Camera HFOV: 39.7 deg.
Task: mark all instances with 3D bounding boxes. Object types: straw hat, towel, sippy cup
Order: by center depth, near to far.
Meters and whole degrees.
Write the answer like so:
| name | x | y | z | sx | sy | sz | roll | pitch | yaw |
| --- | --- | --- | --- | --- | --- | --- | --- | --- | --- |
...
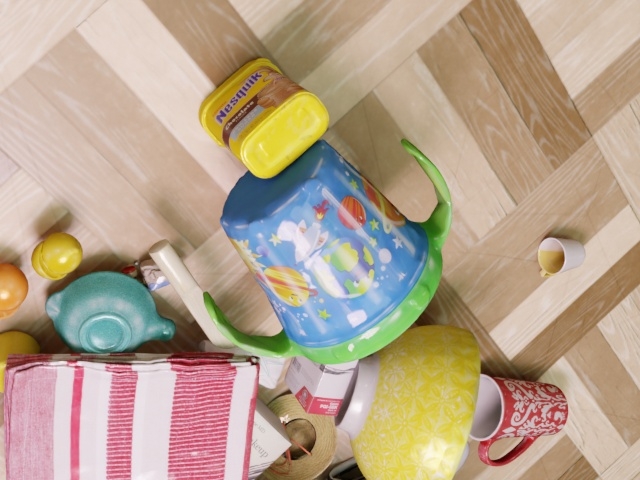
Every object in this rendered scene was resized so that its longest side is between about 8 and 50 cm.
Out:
| name | x | y | z | sx | sy | sz | roll | pitch | yaw |
| --- | --- | --- | --- | --- | --- | --- | --- | --- | --- |
| sippy cup | 0.000 | 0.000 | 1.122 | 0.224 | 0.240 | 0.305 | 50 | 60 | -28 |
| towel | -0.251 | 0.256 | 1.188 | 0.329 | 0.037 | 0.237 | 1 | 117 | -14 |
| straw hat | -0.035 | 0.313 | 1.400 | 0.144 | 0.144 | 0.061 | -49 | 162 | 2 |

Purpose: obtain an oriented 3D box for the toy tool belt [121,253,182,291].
| name | x | y | z | sx | sy | sz | roll | pitch | yaw |
| --- | --- | --- | --- | --- | --- | --- | --- | --- | --- |
| toy tool belt | -0.224 | 0.052 | 1.204 | 0.083 | 0.052 | 0.051 | -17 | 110 | -16 |

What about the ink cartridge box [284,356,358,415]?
| name | x | y | z | sx | sy | sz | roll | pitch | yaw |
| --- | --- | --- | --- | --- | --- | --- | --- | --- | --- |
| ink cartridge box | 0.006 | 0.181 | 1.340 | 0.056 | 0.099 | 0.135 | 12 | 108 | -28 |

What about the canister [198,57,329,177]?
| name | x | y | z | sx | sy | sz | roll | pitch | yaw |
| --- | --- | --- | --- | --- | --- | --- | --- | --- | --- |
| canister | -0.073 | -0.154 | 1.109 | 0.126 | 0.170 | 0.073 | -42 | 123 | -3 |

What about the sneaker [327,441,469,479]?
| name | x | y | z | sx | sy | sz | roll | pitch | yaw |
| --- | --- | --- | --- | --- | --- | --- | --- | --- | --- |
| sneaker | 0.133 | 0.379 | 1.491 | 0.258 | 0.094 | 0.091 | -25 | 125 | -12 |

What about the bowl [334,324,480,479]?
| name | x | y | z | sx | sy | sz | roll | pitch | yaw |
| --- | --- | --- | --- | --- | --- | --- | --- | --- | --- |
| bowl | 0.112 | 0.250 | 1.340 | 0.156 | 0.289 | 0.289 | 19 | 105 | -7 |

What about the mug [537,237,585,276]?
| name | x | y | z | sx | sy | sz | roll | pitch | yaw |
| --- | --- | --- | --- | --- | --- | --- | --- | --- | --- |
| mug | 0.404 | 0.025 | 1.487 | 0.064 | 0.078 | 0.062 | -6 | 82 | -32 |

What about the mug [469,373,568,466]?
| name | x | y | z | sx | sy | sz | roll | pitch | yaw |
| --- | --- | --- | --- | --- | --- | --- | --- | --- | --- |
| mug | 0.332 | 0.307 | 1.550 | 0.169 | 0.113 | 0.150 | 7 | 119 | -32 |

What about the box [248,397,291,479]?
| name | x | y | z | sx | sy | sz | roll | pitch | yaw |
| --- | --- | --- | --- | --- | --- | --- | --- | --- | --- |
| box | -0.184 | 0.345 | 1.319 | 0.275 | 0.094 | 0.113 | -44 | 109 | -1 |

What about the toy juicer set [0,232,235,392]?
| name | x | y | z | sx | sy | sz | roll | pitch | yaw |
| --- | --- | --- | --- | --- | --- | --- | --- | --- | --- |
| toy juicer set | -0.287 | 0.071 | 1.157 | 0.329 | 0.089 | 0.209 | -11 | 118 | -8 |

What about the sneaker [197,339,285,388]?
| name | x | y | z | sx | sy | sz | roll | pitch | yaw |
| --- | --- | --- | --- | --- | --- | --- | --- | --- | --- |
| sneaker | -0.115 | 0.168 | 1.312 | 0.152 | 0.054 | 0.061 | 28 | 90 | -38 |
